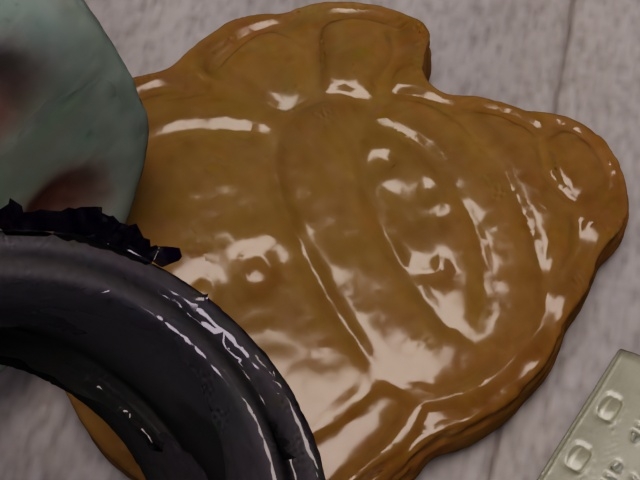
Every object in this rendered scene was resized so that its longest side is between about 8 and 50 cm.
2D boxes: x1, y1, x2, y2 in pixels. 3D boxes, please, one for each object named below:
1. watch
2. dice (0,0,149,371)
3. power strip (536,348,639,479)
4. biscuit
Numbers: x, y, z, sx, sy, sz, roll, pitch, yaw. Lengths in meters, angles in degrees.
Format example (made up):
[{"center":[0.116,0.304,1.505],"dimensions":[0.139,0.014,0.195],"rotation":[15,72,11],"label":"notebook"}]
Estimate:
[{"center":[-0.116,0.157,0.818],"dimensions":[0.335,0.314,0.327],"rotation":[-33,89,-29],"label":"watch"},{"center":[-0.275,-0.071,0.959],"dimensions":[0.268,0.262,0.265],"rotation":[-44,59,-11],"label":"dice"},{"center":[0.148,0.146,0.992],"dimensions":[0.060,0.027,0.252],"rotation":[30,67,15],"label":"power strip"},{"center":[0.000,0.000,1.056],"dimensions":[0.351,0.057,0.312],"rotation":[-32,68,-14],"label":"biscuit"}]
